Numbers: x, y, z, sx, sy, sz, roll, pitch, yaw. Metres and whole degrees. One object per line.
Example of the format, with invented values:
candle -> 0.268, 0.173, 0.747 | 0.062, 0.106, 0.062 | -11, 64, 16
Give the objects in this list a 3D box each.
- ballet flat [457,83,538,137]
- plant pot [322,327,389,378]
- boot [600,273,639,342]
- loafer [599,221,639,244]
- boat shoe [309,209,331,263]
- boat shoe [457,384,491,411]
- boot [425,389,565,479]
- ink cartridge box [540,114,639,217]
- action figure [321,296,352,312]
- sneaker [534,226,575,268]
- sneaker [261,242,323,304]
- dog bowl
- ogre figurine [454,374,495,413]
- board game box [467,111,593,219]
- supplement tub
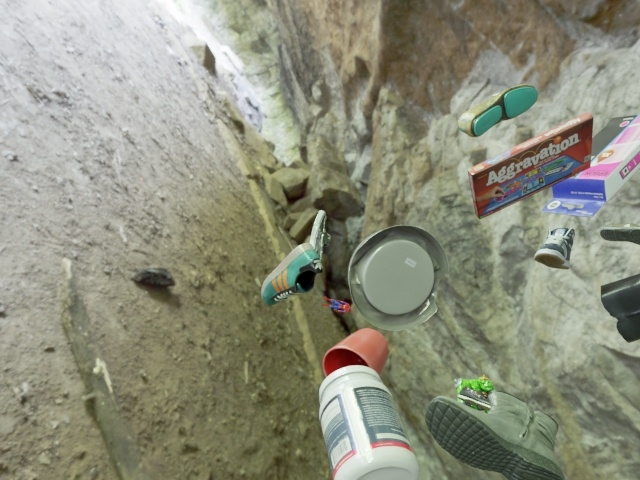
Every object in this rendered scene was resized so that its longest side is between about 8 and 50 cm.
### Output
ballet flat -> 0.661, -0.499, 1.716 | 0.123, 0.348, 0.123 | 52, -16, 22
plant pot -> 0.185, 0.547, 2.091 | 0.243, 0.274, 0.275 | -33, 95, -51
boot -> 1.197, 0.240, 1.438 | 0.146, 0.445, 0.367 | -10, 73, -60
loafer -> 1.327, -0.041, 1.917 | 0.251, 0.087, 0.095 | 14, -43, 50
boat shoe -> 0.000, 0.000, 1.646 | 0.078, 0.070, 0.220 | 77, 25, -77
boat shoe -> 0.395, 0.390, 1.117 | 0.049, 0.042, 0.133 | 40, -17, -20
boot -> 0.297, 0.316, 0.785 | 0.246, 0.084, 0.161 | 30, 26, 6
ink cartridge box -> 0.785, -0.213, 1.259 | 0.069, 0.371, 0.175 | 48, -8, -19
action figure -> 0.058, 0.216, 1.502 | 0.115, 0.030, 0.038 | 20, 68, -25
sneaker -> 0.857, 0.013, 1.656 | 0.282, 0.099, 0.153 | 17, 83, -52
sneaker -> -0.099, 0.146, 1.533 | 0.108, 0.302, 0.121 | -3, 53, -44
dog bowl -> 0.250, 0.117, 1.512 | 0.349, 0.348, 0.102 | 61, -7, -13
ogre figurine -> 0.430, 0.434, 1.233 | 0.097, 0.196, 0.118 | 109, -25, -51
board game box -> 0.473, -0.162, 1.021 | 0.145, 0.281, 0.027 | 61, 5, -41
supplement tub -> 0.102, 0.454, 1.069 | 0.191, 0.191, 0.272 | 59, 6, -32
